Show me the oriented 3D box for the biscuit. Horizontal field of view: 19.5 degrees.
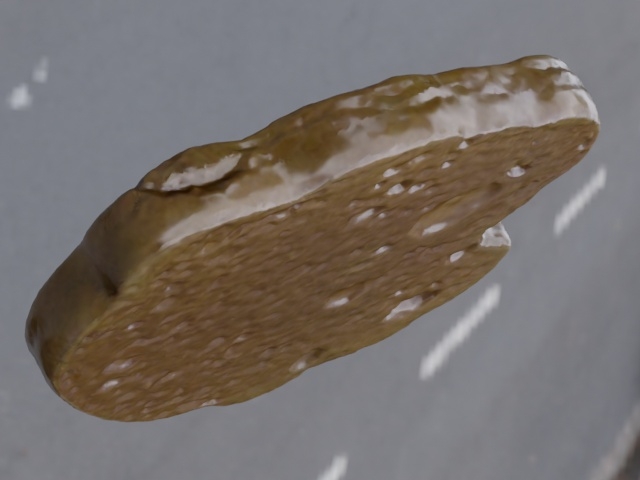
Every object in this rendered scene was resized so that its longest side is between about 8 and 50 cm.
[{"bbox_3d":[0.000,0.000,1.184,0.074,0.381,0.359,59,1,19],"label":"biscuit"}]
